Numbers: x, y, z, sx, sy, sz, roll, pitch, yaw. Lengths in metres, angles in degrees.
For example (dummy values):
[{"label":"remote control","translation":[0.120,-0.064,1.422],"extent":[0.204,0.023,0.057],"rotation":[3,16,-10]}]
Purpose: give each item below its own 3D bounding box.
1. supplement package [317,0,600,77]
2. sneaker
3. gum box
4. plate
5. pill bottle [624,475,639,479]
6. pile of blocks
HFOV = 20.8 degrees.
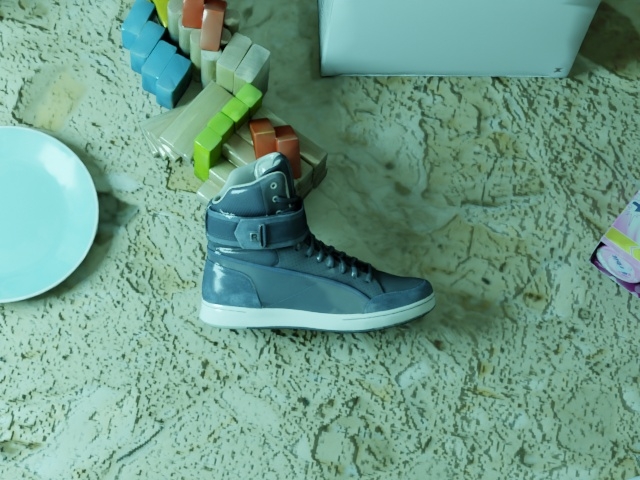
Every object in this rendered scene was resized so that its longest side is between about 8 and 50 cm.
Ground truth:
[{"label":"supplement package","translation":[0.133,-0.269,1.741],"extent":[0.262,0.204,0.145],"rotation":[0,68,-5]},{"label":"sneaker","translation":[-0.001,0.000,1.649],"extent":[0.226,0.086,0.163],"rotation":[0,104,-4]},{"label":"gum box","translation":[0.374,0.027,1.713],"extent":[0.188,0.062,0.107],"rotation":[36,70,11]},{"label":"plate","translation":[-0.310,-0.024,1.707],"extent":[0.188,0.024,0.188],"rotation":[1,68,-3]},{"label":"pill bottle","translation":[0.262,0.291,1.558],"extent":[0.246,0.136,0.136],"rotation":[-18,70,-11]},{"label":"pile of blocks","translation":[-0.121,-0.173,1.734],"extent":[0.149,0.112,0.362],"rotation":[-25,71,-13]}]
